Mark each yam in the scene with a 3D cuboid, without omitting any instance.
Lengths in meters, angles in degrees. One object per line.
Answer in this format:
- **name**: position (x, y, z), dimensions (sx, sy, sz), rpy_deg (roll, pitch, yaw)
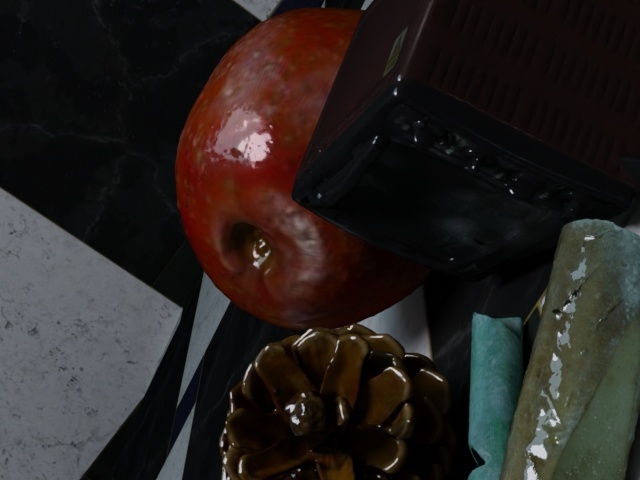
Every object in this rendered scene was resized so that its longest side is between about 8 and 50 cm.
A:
- **yam**: position (0.142, 0.071, 0.666), dimensions (0.068, 0.068, 0.169), rpy_deg (138, 152, -66)

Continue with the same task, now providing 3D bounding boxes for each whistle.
- **whistle**: position (0.113, 0.116, 0.797), dimensions (0.186, 0.039, 0.039), rpy_deg (-80, 16, -48)

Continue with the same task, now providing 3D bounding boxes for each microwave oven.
- **microwave oven**: position (0.108, -0.087, 0.845), dimensions (0.247, 0.178, 0.188), rpy_deg (139, 151, -68)

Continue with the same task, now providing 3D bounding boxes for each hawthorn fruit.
- **hawthorn fruit**: position (0.002, -0.060, 1.079), dimensions (0.284, 0.284, 0.284), rpy_deg (-158, 90, -79)

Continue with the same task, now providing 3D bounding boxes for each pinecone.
- **pinecone**: position (0.014, 0.145, 0.882), dimensions (0.212, 0.169, 0.185), rpy_deg (105, 167, -62)

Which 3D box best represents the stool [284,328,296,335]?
- **stool**: position (0.000, 0.000, 1.388), dimensions (0.121, 0.125, 0.217), rpy_deg (-46, -37, -71)
